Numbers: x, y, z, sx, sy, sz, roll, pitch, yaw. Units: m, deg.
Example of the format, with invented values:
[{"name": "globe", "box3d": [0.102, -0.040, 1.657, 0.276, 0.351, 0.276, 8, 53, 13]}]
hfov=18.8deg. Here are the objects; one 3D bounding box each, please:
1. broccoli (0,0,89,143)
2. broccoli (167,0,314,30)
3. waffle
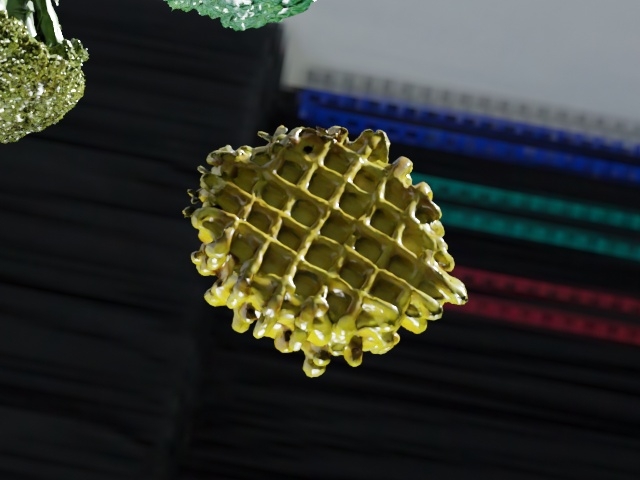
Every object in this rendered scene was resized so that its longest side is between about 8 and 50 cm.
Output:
[{"name": "broccoli", "box3d": [-0.211, -0.122, 1.252, 0.130, 0.131, 0.120, -2, -106, 59]}, {"name": "broccoli", "box3d": [-0.056, -0.258, 1.020, 0.254, 0.269, 0.269, -46, -169, 16]}, {"name": "waffle", "box3d": [0.000, 0.000, 1.427, 0.197, 0.193, 0.070, 60, -29, 20]}]
